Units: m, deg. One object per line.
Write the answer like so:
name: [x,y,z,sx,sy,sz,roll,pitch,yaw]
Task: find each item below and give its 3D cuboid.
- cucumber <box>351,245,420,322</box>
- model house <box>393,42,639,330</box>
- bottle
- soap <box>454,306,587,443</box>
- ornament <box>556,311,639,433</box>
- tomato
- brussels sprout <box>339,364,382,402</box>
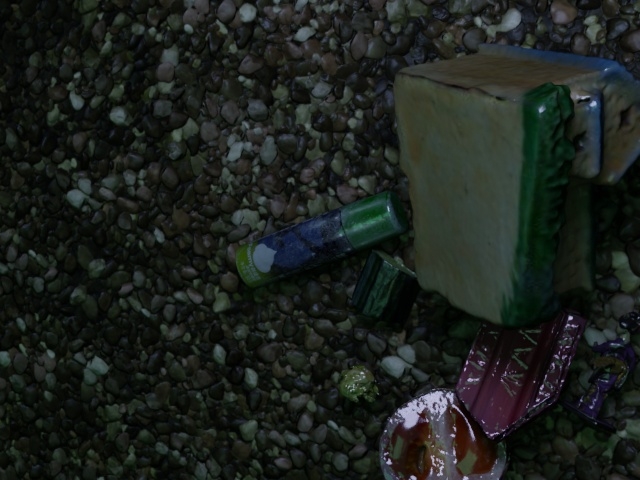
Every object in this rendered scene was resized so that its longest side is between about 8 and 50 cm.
cucumber: [0.119,0.085,1.546,0.116,0.062,0.115,27,106,21]
model house: [0.341,-0.097,1.292,0.335,0.343,0.382,28,128,53]
bottle: [0.000,0.000,1.572,0.330,0.093,0.093,-20,85,22]
soap: [0.326,0.217,1.402,0.162,0.099,0.250,22,80,16]
ornament: [0.480,0.211,1.402,0.081,0.088,0.203,19,87,45]
tomato: [0.218,0.369,1.487,0.228,0.112,0.199,-8,73,5]
brussels sprout: [0.079,0.270,1.566,0.058,0.085,0.085,-42,77,27]
